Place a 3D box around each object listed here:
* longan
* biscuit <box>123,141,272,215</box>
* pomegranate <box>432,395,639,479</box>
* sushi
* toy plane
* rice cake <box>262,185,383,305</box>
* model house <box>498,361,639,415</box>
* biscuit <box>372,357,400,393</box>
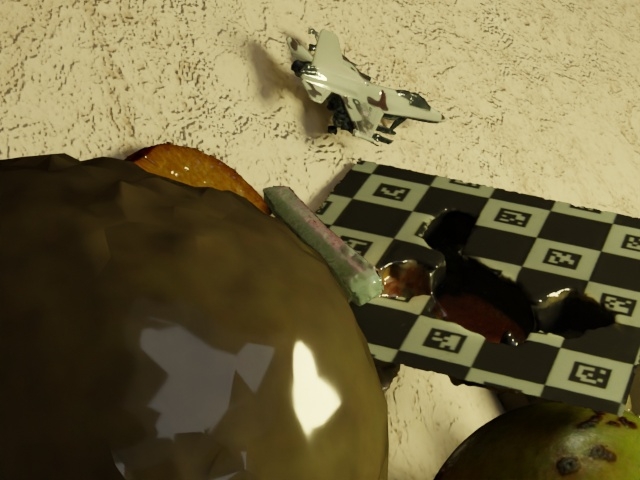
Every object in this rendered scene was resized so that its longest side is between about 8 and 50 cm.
[{"bbox_3d":[-0.150,0.122,0.960,0.391,0.391,0.391,26,45,-29],"label":"longan"},{"bbox_3d":[-0.130,-0.028,1.386,0.126,0.025,0.206,53,37,1],"label":"biscuit"},{"bbox_3d":[0.248,0.256,1.326,0.323,0.291,0.291,-37,89,-33],"label":"pomegranate"},{"bbox_3d":[0.138,0.054,1.431,0.343,0.064,0.359,12,30,16],"label":"sushi"},{"bbox_3d":[0.043,-0.150,1.630,0.234,0.082,0.160,29,31,-48],"label":"toy plane"},{"bbox_3d":[-0.001,0.000,1.413,0.207,0.033,0.033,46,-23,52],"label":"rice cake"},{"bbox_3d":[0.320,0.096,1.567,0.204,0.243,0.211,-3,63,-46],"label":"model house"},{"bbox_3d":[-0.014,0.105,1.382,0.265,0.040,0.188,-1,57,-43],"label":"biscuit"}]
